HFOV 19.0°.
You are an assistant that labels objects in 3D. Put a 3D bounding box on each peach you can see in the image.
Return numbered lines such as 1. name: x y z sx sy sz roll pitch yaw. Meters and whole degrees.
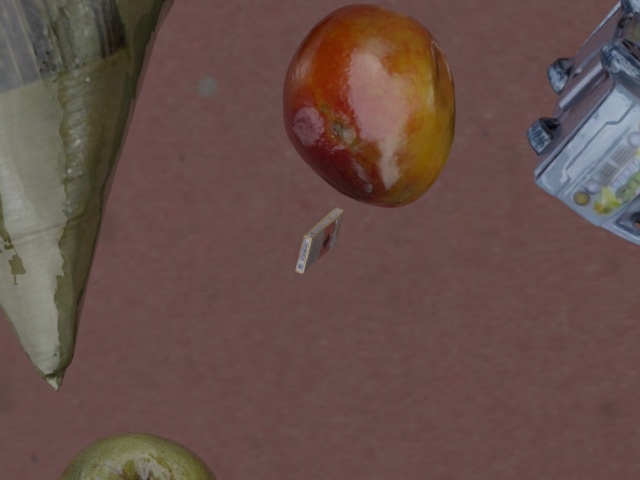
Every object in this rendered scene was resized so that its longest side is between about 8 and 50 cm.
1. peach: 0.027 -0.068 1.005 0.100 0.100 0.101 0 90 28

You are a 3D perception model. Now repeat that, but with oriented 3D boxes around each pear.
1. pear: -0.178 0.268 1.874 0.167 0.136 0.167 3 58 -5

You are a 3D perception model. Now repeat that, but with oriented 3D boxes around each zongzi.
1. zongzi: -0.085 -0.122 0.920 0.318 0.289 0.154 62 158 5

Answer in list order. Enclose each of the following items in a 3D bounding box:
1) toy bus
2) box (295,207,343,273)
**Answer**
1. toy bus: 0.247 -0.099 1.455 0.136 0.330 0.109 39 115 -5
2. box: 0.000 0.000 2.056 0.012 0.083 0.046 23 120 18
